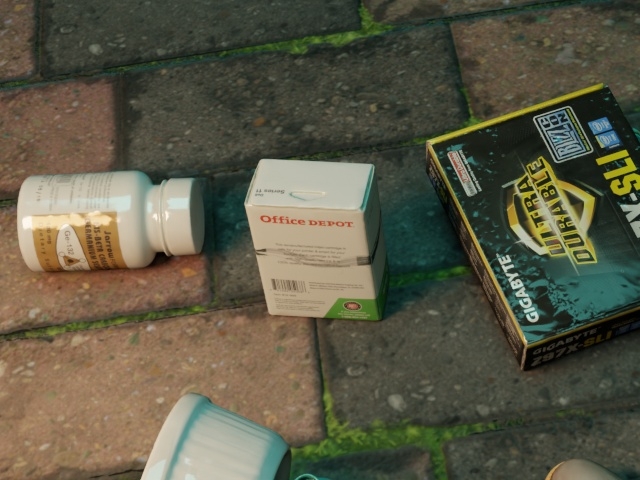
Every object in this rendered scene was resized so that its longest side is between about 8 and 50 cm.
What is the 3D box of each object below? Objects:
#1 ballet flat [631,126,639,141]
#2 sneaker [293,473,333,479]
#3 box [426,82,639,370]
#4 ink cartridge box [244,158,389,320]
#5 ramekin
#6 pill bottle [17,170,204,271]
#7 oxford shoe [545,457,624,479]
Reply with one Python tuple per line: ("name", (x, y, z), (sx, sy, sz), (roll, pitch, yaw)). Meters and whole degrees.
("ballet flat", (0.341, -0.111, 2.245), (0.188, 0.070, 0.070), (-14, 47, -6))
("sneaker", (-0.008, 0.295, 1.739), (0.107, 0.110, 0.275), (-1, 9, 6))
("box", (0.310, -0.023, 2.106), (0.257, 0.079, 0.322), (-17, 60, -9))
("ink cartridge box", (0.000, 0.000, 2.085), (0.153, 0.208, 0.087), (4, 48, 12))
("ramekin", (-0.119, 0.308, 1.795), (0.127, 0.273, 0.273), (14, 51, 6))
("pill bottle", (-0.275, -0.026, 2.206), (0.229, 0.131, 0.131), (-3, 47, 7))
("oxford shoe", (0.361, 0.344, 1.764), (0.130, 0.133, 0.364), (-28, 49, -16))
